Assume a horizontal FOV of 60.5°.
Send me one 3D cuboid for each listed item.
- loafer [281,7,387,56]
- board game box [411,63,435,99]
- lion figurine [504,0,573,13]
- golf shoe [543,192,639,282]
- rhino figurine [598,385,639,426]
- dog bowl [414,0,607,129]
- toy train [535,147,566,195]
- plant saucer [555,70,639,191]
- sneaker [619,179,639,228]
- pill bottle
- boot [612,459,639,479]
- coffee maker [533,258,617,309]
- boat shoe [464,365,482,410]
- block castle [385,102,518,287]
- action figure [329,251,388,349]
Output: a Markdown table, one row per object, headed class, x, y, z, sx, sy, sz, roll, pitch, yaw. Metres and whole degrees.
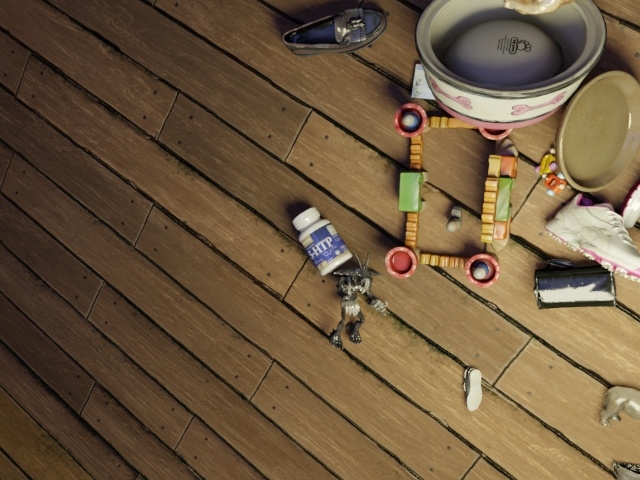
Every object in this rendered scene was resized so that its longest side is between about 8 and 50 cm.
| class | x | y | z | sx | sy | sz | roll | pitch | yaw |
| --- | --- | --- | --- | --- | --- | --- | --- | --- | --- |
| loafer | 0.035 | -0.583 | 1.545 | 0.303 | 0.095 | 0.108 | -6 | 95 | 24 |
| board game box | 0.299 | -0.431 | 1.496 | 0.090 | 0.020 | 0.089 | 11 | 102 | 21 |
| lion figurine | 0.553 | -0.662 | 1.153 | 0.240 | 0.142 | 0.391 | 20 | 96 | 23 |
| golf shoe | 0.662 | -0.015 | 1.279 | 0.140 | 0.115 | 0.306 | -57 | 31 | 11 |
| rhino figurine | 0.830 | 0.424 | 1.364 | 0.244 | 0.073 | 0.106 | 5 | 102 | 21 |
| dog bowl | 0.426 | -0.434 | 1.280 | 0.409 | 0.150 | 0.407 | -4 | 59 | 7 |
| toy train | 0.604 | -0.191 | 1.361 | 0.046 | 0.125 | 0.166 | 22 | 105 | -21 |
| plant saucer | 0.646 | -0.251 | 1.276 | 0.041 | 0.278 | 0.277 | 37 | 116 | 58 |
| sneaker | 0.807 | -0.120 | 1.281 | 0.111 | 0.103 | 0.252 | 41 | 111 | 15 |
| pill bottle | 0.000 | 0.000 | 1.634 | 0.112 | 0.112 | 0.186 | -37 | 82 | 23 |
| boot | 0.858 | 0.692 | 1.379 | 0.263 | 0.091 | 0.228 | 13 | 103 | 23 |
| coffee maker | 0.627 | 0.123 | 1.352 | 0.178 | 0.171 | 0.120 | -7 | 110 | 26 |
| boat shoe | 0.426 | 0.418 | 1.552 | 0.046 | 0.038 | 0.125 | -8 | 103 | -18 |
| block castle | 0.337 | -0.118 | 1.420 | 0.303 | 0.213 | 0.452 | 6 | 99 | 22 |
| action figure | 0.111 | 0.178 | 1.590 | 0.141 | 0.164 | 0.275 | 38 | 122 | 54 |
